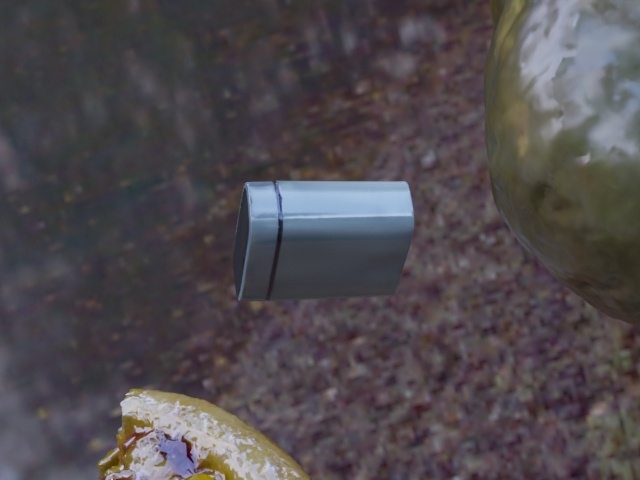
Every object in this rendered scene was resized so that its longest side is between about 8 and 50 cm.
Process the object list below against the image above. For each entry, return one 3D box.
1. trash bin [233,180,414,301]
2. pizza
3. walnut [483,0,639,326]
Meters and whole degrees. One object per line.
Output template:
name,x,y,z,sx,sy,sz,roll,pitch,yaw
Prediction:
trash bin,0.000,0.000,1.293,0.129,0.116,0.059,-1,56,-10
pizza,-0.080,0.208,0.821,0.229,0.081,0.289,-45,51,12
walnut,0.189,-0.065,0.802,0.227,0.283,0.283,-43,27,-1
